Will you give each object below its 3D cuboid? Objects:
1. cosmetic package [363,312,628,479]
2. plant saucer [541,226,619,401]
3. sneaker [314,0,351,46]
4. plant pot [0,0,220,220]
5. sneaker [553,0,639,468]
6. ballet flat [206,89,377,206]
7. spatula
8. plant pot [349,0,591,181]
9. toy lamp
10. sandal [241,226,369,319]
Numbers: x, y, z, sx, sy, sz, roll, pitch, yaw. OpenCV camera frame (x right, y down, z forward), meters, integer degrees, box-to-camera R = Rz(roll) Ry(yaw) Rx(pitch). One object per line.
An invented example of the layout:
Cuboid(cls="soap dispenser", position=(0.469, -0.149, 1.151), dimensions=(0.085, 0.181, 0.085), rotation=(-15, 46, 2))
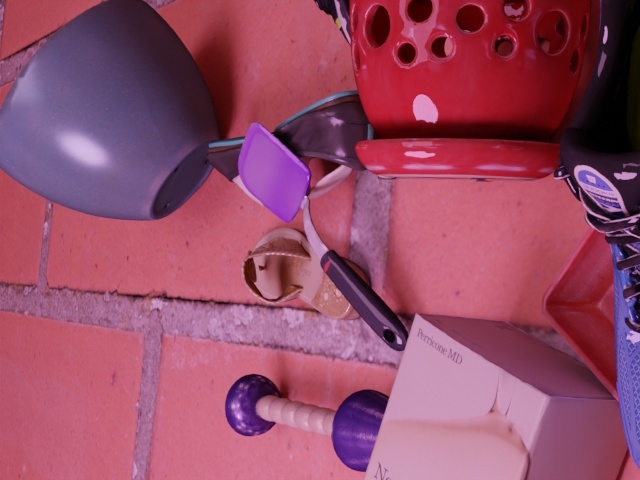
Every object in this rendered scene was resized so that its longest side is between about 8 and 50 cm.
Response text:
Cuboid(cls="cosmetic package", position=(0.115, 0.230, 0.750), dimensions=(0.160, 0.113, 0.309), rotation=(29, 108, 53))
Cuboid(cls="plant saucer", position=(0.289, 0.028, 0.600), dimensions=(0.258, 0.047, 0.259), rotation=(-62, 40, 26))
Cuboid(cls="sneaker", position=(0.038, -0.266, 1.015), dimensions=(0.097, 0.084, 0.235), rotation=(106, 154, -55))
Cuboid(cls="plant pot", position=(-0.246, -0.138, 1.240), dimensions=(0.195, 0.290, 0.290), rotation=(40, 122, 9))
Cuboid(cls="sneaker", position=(0.196, -0.015, 0.556), dimensions=(0.130, 0.147, 0.330), rotation=(6, 100, 56))
Cuboid(cls="ballet flat", position=(-0.041, -0.089, 1.060), dimensions=(0.280, 0.095, 0.096), rotation=(-11, 89, 54))
Cuboid(cls="spatula", position=(0.000, 0.000, 0.965), dimensions=(0.296, 0.030, 0.084), rotation=(54, 137, 31))
Cuboid(cls="plant pot", position=(0.118, -0.135, 0.762), dimensions=(0.191, 0.191, 0.174), rotation=(4, 94, 55))
Cuboid(cls="toy lamp", position=(-0.002, 0.180, 0.954), dimensions=(0.274, 0.080, 0.080), rotation=(-4, 80, 54))
Cuboid(cls="sandal", position=(-0.046, 0.032, 1.047), dimensions=(0.240, 0.079, 0.088), rotation=(17, 97, 55))
